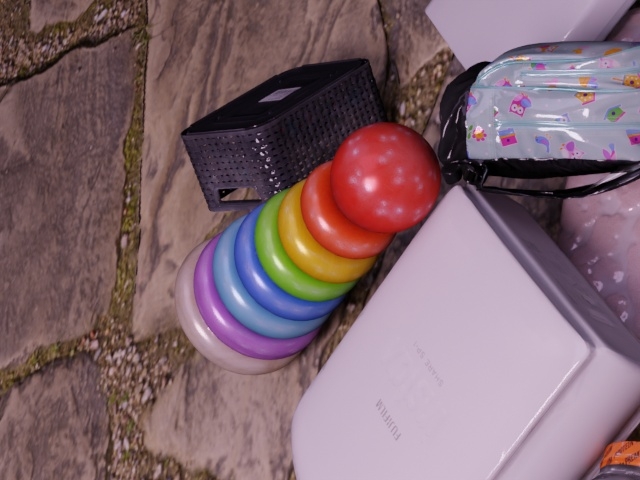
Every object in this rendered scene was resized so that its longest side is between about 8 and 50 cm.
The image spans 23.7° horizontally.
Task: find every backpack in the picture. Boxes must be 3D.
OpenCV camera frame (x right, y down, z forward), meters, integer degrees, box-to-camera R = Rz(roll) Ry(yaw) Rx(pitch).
[{"bbox_3d":[0.197,-0.100,1.195,0.182,0.152,0.115,1,107,31],"label":"backpack"}]

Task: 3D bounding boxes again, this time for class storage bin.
[{"bbox_3d":[-0.031,-0.104,1.484,0.122,0.084,0.180,-1,27,44],"label":"storage bin"}]

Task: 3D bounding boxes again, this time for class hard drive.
[{"bbox_3d":[0.245,-0.292,1.370,0.353,0.047,0.233,-52,31,19],"label":"hard drive"}]

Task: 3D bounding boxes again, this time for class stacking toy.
[{"bbox_3d":[0.000,0.000,1.323,0.330,0.141,0.141,-40,36,51],"label":"stacking toy"}]

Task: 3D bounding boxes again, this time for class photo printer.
[{"bbox_3d":[0.100,0.141,1.196,0.307,0.107,0.256,-55,35,19],"label":"photo printer"}]

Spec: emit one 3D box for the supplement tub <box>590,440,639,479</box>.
[{"bbox_3d":[0.216,0.241,1.039,0.117,0.117,0.190,-2,61,43],"label":"supplement tub"}]

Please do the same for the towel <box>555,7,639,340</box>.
[{"bbox_3d":[0.328,-0.066,1.203,0.317,0.053,0.332,-11,54,40],"label":"towel"}]
